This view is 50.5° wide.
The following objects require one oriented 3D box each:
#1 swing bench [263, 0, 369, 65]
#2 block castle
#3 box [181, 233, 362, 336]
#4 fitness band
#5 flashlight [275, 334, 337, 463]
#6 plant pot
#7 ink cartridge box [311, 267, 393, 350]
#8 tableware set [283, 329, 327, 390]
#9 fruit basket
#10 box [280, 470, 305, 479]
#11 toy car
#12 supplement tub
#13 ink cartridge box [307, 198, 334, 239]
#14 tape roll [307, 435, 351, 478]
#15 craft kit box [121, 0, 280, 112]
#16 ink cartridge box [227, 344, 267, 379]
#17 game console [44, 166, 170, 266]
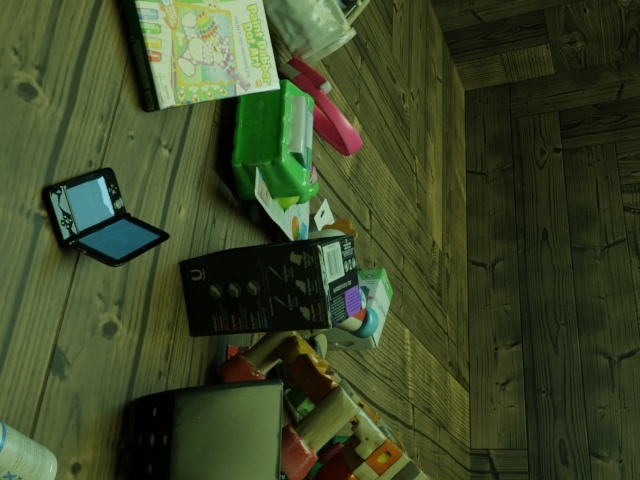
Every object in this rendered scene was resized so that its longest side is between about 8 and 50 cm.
[{"bbox_3d":[-0.026,-0.593,1.603,0.253,0.165,0.255,55,35,-31],"label":"swing bench"},{"bbox_3d":[0.017,0.390,1.251,0.453,0.213,0.303,51,-6,-37],"label":"block castle"},{"bbox_3d":[-0.083,0.078,1.199,0.165,0.270,0.143,-16,98,-67],"label":"box"},{"bbox_3d":[-0.003,-0.308,1.565,0.291,0.054,0.209,49,-5,43],"label":"fitness band"},{"bbox_3d":[-0.028,0.349,1.446,0.103,0.103,0.304,-93,176,-61],"label":"flashlight"},{"bbox_3d":[-0.180,0.304,1.024,0.167,0.187,0.188,13,69,-37],"label":"plant pot"},{"bbox_3d":[0.081,0.172,1.700,0.212,0.154,0.093,-66,142,-49],"label":"ink cartridge box"},{"bbox_3d":[-0.045,0.258,1.530,0.194,0.039,0.128,-1,100,-61],"label":"tableware set"},{"bbox_3d":[-0.063,-0.175,1.460,0.353,0.165,0.327,45,44,-60],"label":"fruit basket"},{"bbox_3d":[-0.100,0.510,1.285,0.180,0.077,0.147,33,53,-60],"label":"box"},{"bbox_3d":[0.027,0.062,1.470,0.219,0.210,0.238,29,78,-49],"label":"toy car"},{"bbox_3d":[-0.360,0.249,0.767,0.107,0.071,0.071,57,34,-44],"label":"supplement tub"},{"bbox_3d":[0.000,0.000,1.677,0.104,0.061,0.181,-62,139,-54],"label":"ink cartridge box"},{"bbox_3d":[0.061,0.635,1.626,0.321,0.077,0.321,-7,90,-66],"label":"tape roll"},{"bbox_3d":[-0.205,-0.364,1.171,0.246,0.061,0.250,-21,104,-37],"label":"craft kit box"},{"bbox_3d":[-0.141,0.241,1.326,0.115,0.029,0.063,35,53,-61],"label":"ink cartridge box"},{"bbox_3d":[-0.299,-0.037,0.968,0.144,0.085,0.124,-42,122,-63],"label":"game console"}]
